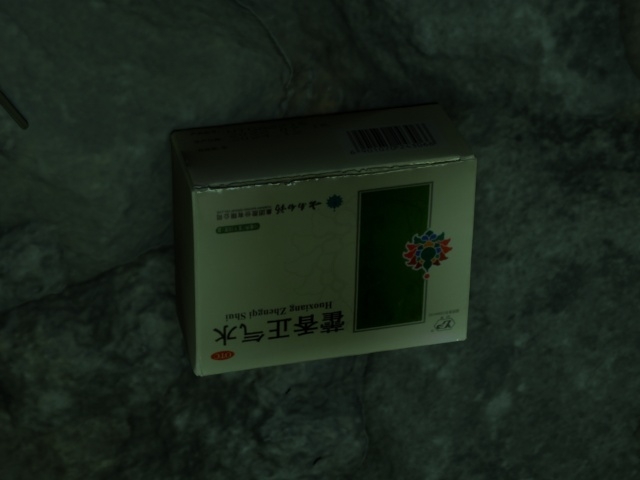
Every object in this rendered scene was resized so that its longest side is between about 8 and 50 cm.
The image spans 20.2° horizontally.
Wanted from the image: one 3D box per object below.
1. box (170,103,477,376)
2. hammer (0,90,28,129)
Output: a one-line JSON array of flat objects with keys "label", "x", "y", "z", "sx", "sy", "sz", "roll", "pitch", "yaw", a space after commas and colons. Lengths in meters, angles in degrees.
[{"label": "box", "x": 0.000, "y": 0.000, "z": 1.331, "sx": 0.212, "sy": 0.095, "sz": 0.168, "roll": -7, "pitch": 124, "yaw": -13}, {"label": "hammer", "x": -0.231, "y": -0.114, "z": 1.231, "sx": 0.019, "sy": 0.035, "sz": 0.110, "roll": -33, "pitch": 133, "yaw": 5}]
